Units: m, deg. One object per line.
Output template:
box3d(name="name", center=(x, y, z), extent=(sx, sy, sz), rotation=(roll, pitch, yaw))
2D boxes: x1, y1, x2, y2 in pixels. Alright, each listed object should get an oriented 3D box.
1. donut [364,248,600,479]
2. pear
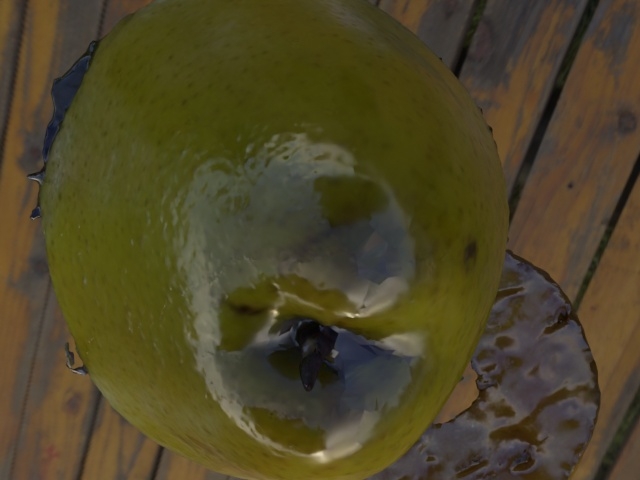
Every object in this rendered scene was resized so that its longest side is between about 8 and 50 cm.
box3d(name="donut", center=(0.115, 0.134, 1.032), extent=(0.278, 0.108, 0.277), rotation=(-8, 68, 20))
box3d(name="pear", center=(0.002, 0.002, 0.528), extent=(0.267, 0.178, 0.267), rotation=(-2, 96, -17))
